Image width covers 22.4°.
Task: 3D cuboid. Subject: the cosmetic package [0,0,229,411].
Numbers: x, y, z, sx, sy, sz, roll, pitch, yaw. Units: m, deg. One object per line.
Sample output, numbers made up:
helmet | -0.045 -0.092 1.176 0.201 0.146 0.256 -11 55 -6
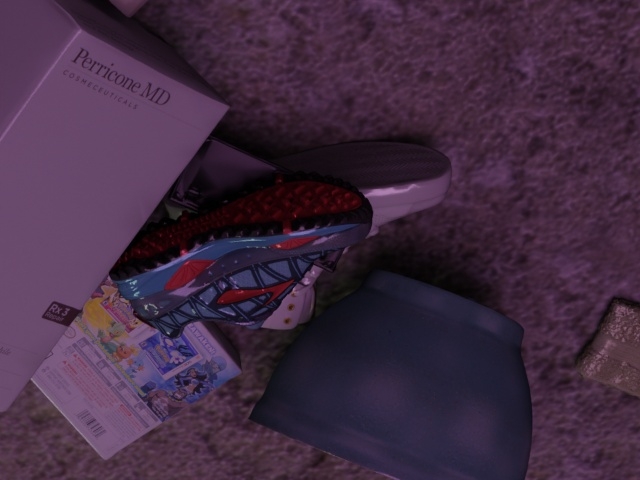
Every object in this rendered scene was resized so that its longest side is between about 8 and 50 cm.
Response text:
cosmetic package | -0.292 -0.046 1.495 0.217 0.156 0.385 21 111 -50

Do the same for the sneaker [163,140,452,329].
sneaker | 0.000 0.000 1.666 0.292 0.108 0.169 -8 118 9

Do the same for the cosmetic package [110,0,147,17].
cosmetic package | -0.127 -0.368 1.456 0.296 0.129 0.153 -42 114 13

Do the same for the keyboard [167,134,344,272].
keyboard | -0.058 -0.027 1.587 0.180 0.023 0.108 24 110 -5

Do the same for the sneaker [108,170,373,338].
sneaker | -0.064 0.020 1.556 0.261 0.104 0.125 -16 124 16

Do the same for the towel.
towel | 0.368 0.129 1.803 0.148 0.027 0.110 21 111 -15

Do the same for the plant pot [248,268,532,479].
plant pot | 0.097 0.148 1.667 0.293 0.293 0.196 24 84 -16

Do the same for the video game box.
video game box | -0.217 0.109 1.721 0.187 0.048 0.205 -32 115 11
